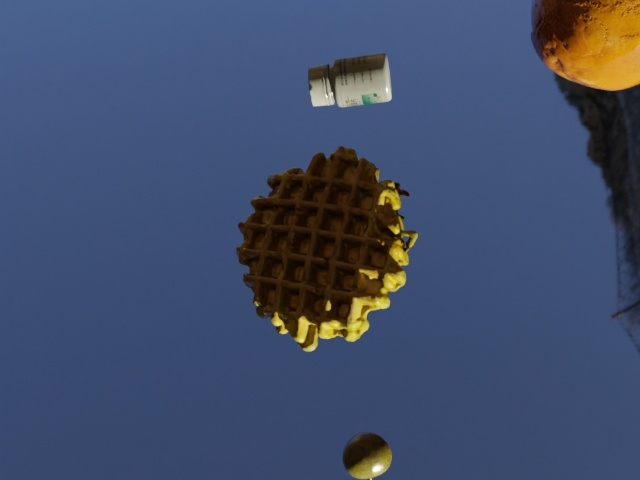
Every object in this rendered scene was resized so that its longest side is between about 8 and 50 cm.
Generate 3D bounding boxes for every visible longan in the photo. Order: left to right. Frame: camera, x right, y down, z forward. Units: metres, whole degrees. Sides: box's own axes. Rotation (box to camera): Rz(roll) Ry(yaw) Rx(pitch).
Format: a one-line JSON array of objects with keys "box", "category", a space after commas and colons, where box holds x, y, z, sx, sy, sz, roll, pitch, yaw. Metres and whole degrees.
[{"box": [0.072, 0.332, 1.396, 0.075, 0.083, 0.075, -12, -158, 5], "category": "longan"}]

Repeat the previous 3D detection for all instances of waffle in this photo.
[{"box": [0.004, 0.009, 1.422, 0.329, 0.062, 0.329, -9, -112, 23], "category": "waffle"}]

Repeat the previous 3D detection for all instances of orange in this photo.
[{"box": [0.411, -0.327, 1.277, 0.240, 0.240, 0.240, 5, -135, -5], "category": "orange"}]

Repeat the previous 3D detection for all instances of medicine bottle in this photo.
[{"box": [0.048, -0.259, 1.505, 0.131, 0.080, 0.080, -7, -135, 8], "category": "medicine bottle"}]
